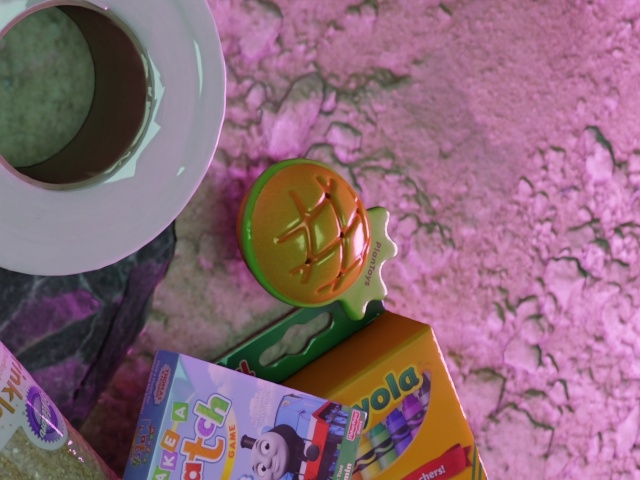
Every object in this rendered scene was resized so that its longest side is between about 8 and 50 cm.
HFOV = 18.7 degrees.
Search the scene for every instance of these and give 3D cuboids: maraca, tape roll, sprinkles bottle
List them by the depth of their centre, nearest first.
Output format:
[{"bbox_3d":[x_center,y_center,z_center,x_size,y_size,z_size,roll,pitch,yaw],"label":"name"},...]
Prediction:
[{"bbox_3d":[-0.217,-0.120,1.525,0.286,0.100,0.286,-7,104,-31],"label":"tape roll"},{"bbox_3d":[-0.266,0.154,1.540,0.121,0.121,0.355,-46,120,-16],"label":"sprinkles bottle"},{"bbox_3d":[0.000,0.000,1.692,0.185,0.099,0.127,25,78,-41],"label":"maraca"}]

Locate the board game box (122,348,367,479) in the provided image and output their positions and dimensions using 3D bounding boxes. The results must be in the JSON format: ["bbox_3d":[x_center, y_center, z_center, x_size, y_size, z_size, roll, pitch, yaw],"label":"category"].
[{"bbox_3d":[-0.066,0.193,1.607,0.211,0.039,0.160,20,80,-38],"label":"board game box"}]

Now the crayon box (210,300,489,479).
[{"bbox_3d":[0.039,0.208,1.771,0.202,0.081,0.318,-33,115,-23],"label":"crayon box"}]
